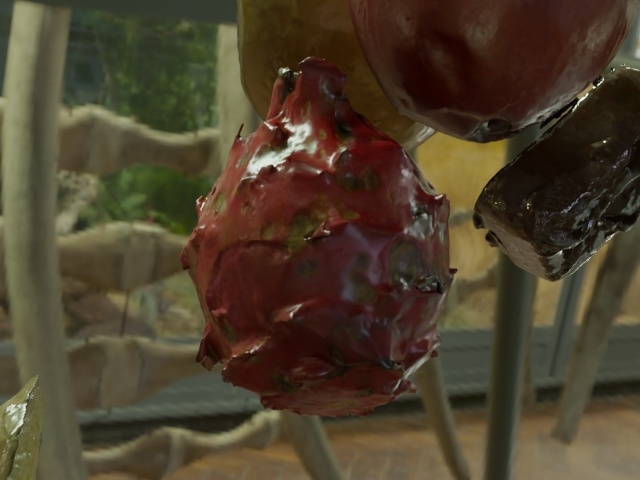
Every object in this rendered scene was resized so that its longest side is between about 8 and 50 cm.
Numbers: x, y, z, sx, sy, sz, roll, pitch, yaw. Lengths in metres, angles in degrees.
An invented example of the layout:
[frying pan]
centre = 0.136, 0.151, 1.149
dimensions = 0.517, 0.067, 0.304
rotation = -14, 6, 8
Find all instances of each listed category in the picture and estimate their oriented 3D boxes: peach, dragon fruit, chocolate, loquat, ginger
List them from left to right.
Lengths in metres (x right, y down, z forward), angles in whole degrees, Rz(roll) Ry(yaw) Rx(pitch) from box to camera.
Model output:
[ginger]
centre = -0.338, 0.226, 1.231
dimensions = 0.122, 0.193, 0.115
rotation = 4, -31, 15
[dragon fruit]
centre = 0.000, 0.000, 0.924
dimensions = 0.205, 0.268, 0.210
rotation = -5, 2, 21
[loquat]
centre = 0.043, -0.210, 1.251
dimensions = 0.274, 0.275, 0.275
rotation = 10, 12, -2
[peach]
centre = 0.139, -0.212, 0.993
dimensions = 0.238, 0.281, 0.281
rotation = 6, 11, 7
[chocolate]
centre = 0.257, -0.054, 1.183
dimensions = 0.093, 0.214, 0.148
rotation = 45, -2, 34
